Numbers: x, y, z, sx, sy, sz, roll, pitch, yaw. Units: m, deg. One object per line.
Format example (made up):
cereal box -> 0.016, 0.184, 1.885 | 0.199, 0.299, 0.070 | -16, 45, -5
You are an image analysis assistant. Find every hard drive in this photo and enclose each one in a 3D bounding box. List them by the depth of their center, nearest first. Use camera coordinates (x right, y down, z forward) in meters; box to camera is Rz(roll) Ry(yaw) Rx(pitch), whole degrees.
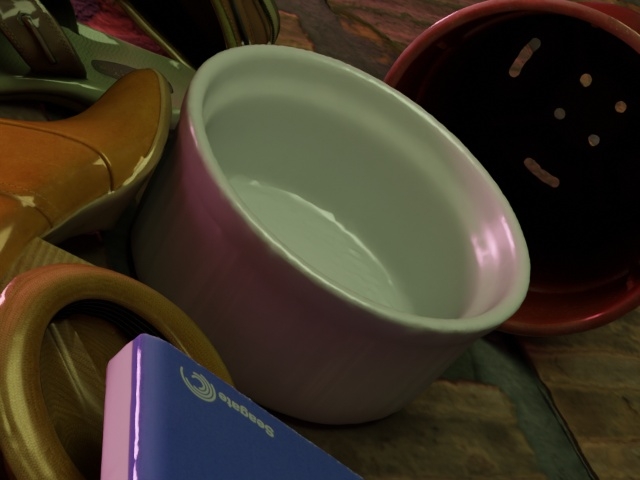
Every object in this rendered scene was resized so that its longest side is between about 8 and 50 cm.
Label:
hard drive -> -0.020, 0.201, 0.757 | 0.210, 0.040, 0.318 | 38, 21, -25

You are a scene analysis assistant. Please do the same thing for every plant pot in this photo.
plant pot -> 0.206, -0.089, 1.314 | 0.272, 0.272, 0.265 | 40, 25, 6

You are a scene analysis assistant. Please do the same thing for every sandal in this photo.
sandal -> -0.209, -0.158, 1.155 | 0.303, 0.086, 0.120 | 12, 40, -33

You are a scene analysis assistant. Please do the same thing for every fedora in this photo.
fedora -> -0.130, 0.109, 0.890 | 0.194, 0.079, 0.194 | 28, 45, -33

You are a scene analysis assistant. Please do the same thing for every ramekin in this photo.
ramekin -> 0.000, 0.000, 1.106 | 0.277, 0.135, 0.277 | 24, 36, -19

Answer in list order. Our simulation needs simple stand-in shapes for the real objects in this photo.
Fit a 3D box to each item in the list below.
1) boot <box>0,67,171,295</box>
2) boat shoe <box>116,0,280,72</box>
boot -> -0.219, -0.060, 1.010 | 0.211, 0.104, 0.295 | 26, 38, -16
boat shoe -> -0.138, -0.250, 1.240 | 0.307, 0.111, 0.104 | 48, 29, -21
